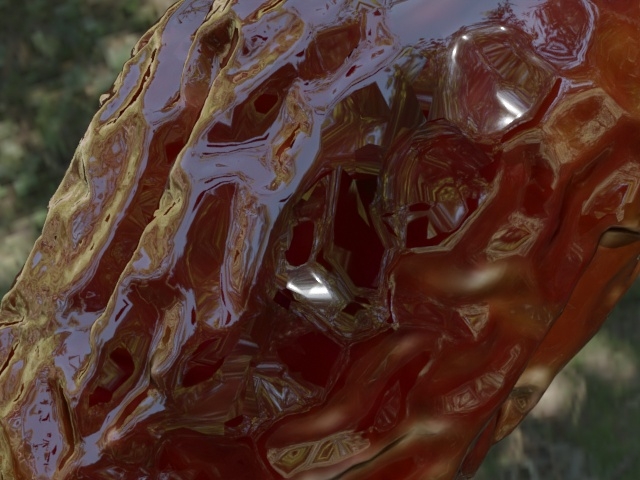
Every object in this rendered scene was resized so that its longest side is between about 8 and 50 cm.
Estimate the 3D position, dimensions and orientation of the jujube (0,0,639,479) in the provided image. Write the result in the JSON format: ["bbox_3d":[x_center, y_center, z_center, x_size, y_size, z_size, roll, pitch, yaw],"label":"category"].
[{"bbox_3d":[0.000,0.000,0.396,0.109,0.112,0.176,38,94,-2],"label":"jujube"}]
